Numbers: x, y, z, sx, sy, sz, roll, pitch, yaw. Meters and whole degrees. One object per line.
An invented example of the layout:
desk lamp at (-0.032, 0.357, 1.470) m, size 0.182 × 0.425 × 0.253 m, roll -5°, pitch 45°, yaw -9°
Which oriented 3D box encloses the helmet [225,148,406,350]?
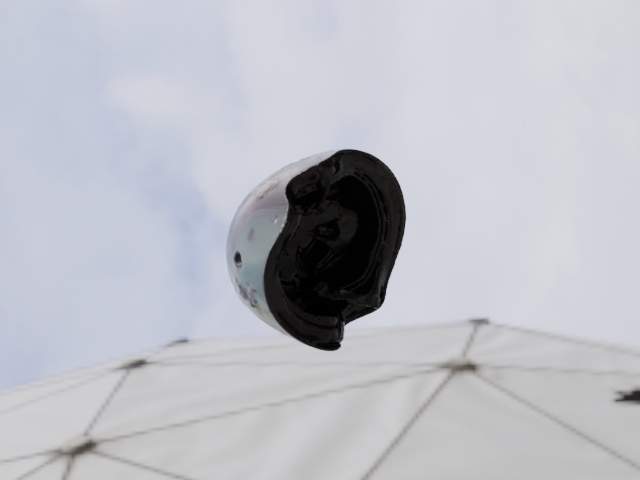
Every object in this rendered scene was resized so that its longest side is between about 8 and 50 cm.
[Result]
helmet at (-0.016, 0.003, 1.187) m, size 0.177 × 0.107 × 0.153 m, roll -46°, pitch -55°, yaw -40°
